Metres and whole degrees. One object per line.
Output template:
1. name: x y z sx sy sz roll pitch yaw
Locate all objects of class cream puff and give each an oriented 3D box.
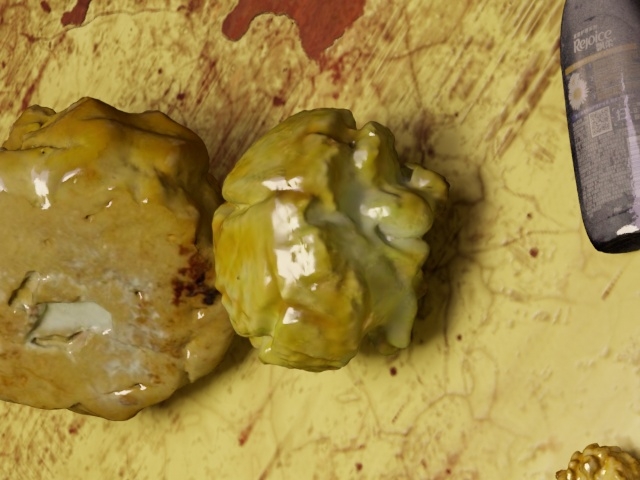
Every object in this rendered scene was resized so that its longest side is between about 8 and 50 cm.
1. cream puff: -0.218 -0.006 1.535 0.257 0.291 0.324 -95 27 -56

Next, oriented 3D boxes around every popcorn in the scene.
1. popcorn: 0.211 0.195 1.221 0.083 0.057 0.082 -40 63 24
2. popcorn: 0.000 0.000 1.371 0.204 0.183 0.221 178 100 -70

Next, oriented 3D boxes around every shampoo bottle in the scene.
1. shampoo bottle: 0.231 -0.109 1.274 0.087 0.049 0.234 -20 68 39
